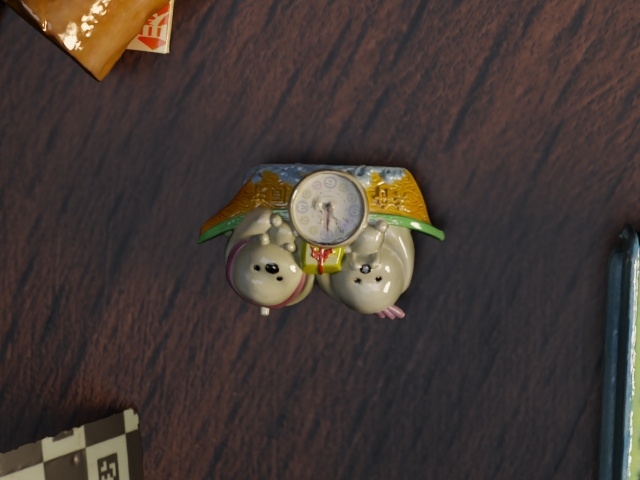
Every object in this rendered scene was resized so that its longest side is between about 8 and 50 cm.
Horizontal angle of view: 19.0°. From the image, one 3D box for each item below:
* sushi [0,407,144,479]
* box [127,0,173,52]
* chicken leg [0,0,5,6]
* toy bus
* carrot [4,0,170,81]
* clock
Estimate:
[{"bbox_3d":[-0.279,0.362,1.764,0.064,0.343,0.359,-1,97,32],"label":"sushi"},{"bbox_3d":[-0.188,-0.212,1.825,0.093,0.015,0.058,8,96,7],"label":"box"},{"bbox_3d":[-0.379,-0.178,1.838,0.205,0.053,0.093,-17,80,4],"label":"chicken leg"},{"bbox_3d":[0.350,0.147,1.736,0.190,0.152,0.312,2,96,5],"label":"toy bus"},{"bbox_3d":[-0.186,-0.290,1.730,0.196,0.196,0.254,44,88,0],"label":"carrot"},{"bbox_3d":[0.000,0.000,1.784,0.231,0.103,0.144,2,88,5],"label":"clock"}]
